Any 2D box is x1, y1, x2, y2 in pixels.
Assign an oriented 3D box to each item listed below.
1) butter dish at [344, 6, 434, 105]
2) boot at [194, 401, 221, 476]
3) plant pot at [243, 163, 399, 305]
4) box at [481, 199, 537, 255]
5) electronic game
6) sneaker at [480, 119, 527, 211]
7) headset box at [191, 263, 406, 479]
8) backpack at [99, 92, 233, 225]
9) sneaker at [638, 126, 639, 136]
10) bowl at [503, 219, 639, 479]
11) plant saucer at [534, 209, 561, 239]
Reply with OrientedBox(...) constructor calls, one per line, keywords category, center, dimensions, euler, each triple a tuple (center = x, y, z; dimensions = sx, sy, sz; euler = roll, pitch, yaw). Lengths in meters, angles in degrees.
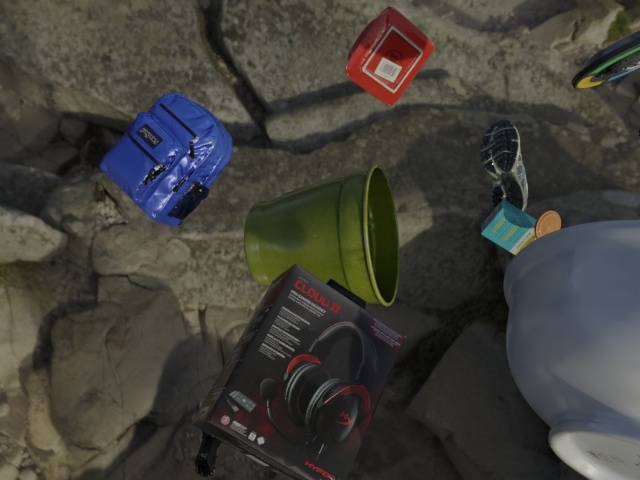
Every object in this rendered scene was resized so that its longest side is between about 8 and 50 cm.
OrientedBox(category="butter dish", center=(0.125, -0.394, 1.214), dimensions=(0.160, 0.159, 0.118), euler=(23, 20, -39))
OrientedBox(category="boot", center=(-0.223, 0.394, 1.144), dimensions=(0.045, 0.121, 0.099), euler=(0, 26, 6))
OrientedBox(category="plant pot", center=(0.000, 0.000, 1.545), dimensions=(0.353, 0.366, 0.366), euler=(-5, 56, 18))
OrientedBox(category="box", center=(0.566, -0.002, 1.569), dimensions=(0.244, 0.100, 0.060), euler=(31, 34, -1))
OrientedBox(category="electronic game", center=(0.614, -0.361, 1.147), dimensions=(0.229, 0.229, 0.048), euler=(-18, 84, -17))
OrientedBox(category="sneaker", center=(0.533, -0.201, 1.664), dimensions=(0.110, 0.122, 0.282), euler=(-6, 87, 32))
OrientedBox(category="headset box", center=(-0.020, 0.195, 0.878), dimensions=(0.218, 0.110, 0.293), euler=(35, 61, -10))
OrientedBox(category="backpack", center=(-0.153, -0.087, 0.596), dimensions=(0.098, 0.101, 0.120), euler=(43, 91, 9))
OrientedBox(category="sneaker", center=(0.458, -0.197, 0.636), dimensions=(0.134, 0.343, 0.146), euler=(29, 93, 14))
OrientedBox(category="bowl", center=(0.272, 0.126, 0.459), dimensions=(0.298, 0.297, 0.134), euler=(27, 64, 10))
OrientedBox(category="plant saucer", center=(0.572, -0.034, 1.454), dimensions=(0.084, 0.083, 0.013), euler=(-23, 21, -20))
